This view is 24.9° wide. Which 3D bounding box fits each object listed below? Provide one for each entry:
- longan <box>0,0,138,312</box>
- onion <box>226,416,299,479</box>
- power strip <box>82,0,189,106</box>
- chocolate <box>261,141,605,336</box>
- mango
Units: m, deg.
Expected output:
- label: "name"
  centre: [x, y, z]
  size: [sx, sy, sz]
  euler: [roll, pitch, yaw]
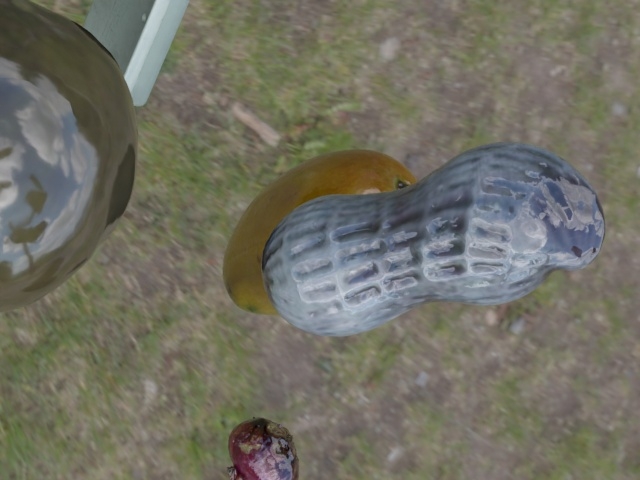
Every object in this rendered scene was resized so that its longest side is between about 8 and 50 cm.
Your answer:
- label: "longan"
  centre: [-0.315, -0.090, 1.242]
  size: [0.318, 0.319, 0.319]
  euler: [-5, 104, -21]
- label: "onion"
  centre: [-0.074, 0.273, 1.817]
  size: [0.097, 0.107, 0.107]
  euler: [-33, 112, -10]
- label: "power strip"
  centre: [-0.199, -0.278, 1.621]
  size: [0.046, 0.118, 0.270]
  euler: [-3, 133, -40]
- label: "chocolate"
  centre: [0.049, 0.001, 0.671]
  size: [0.167, 0.072, 0.072]
  euler: [-16, 113, 25]
- label: "mango"
  centre: [0.000, 0.000, 1.710]
  size: [0.173, 0.317, 0.211]
  euler: [37, 58, -27]
